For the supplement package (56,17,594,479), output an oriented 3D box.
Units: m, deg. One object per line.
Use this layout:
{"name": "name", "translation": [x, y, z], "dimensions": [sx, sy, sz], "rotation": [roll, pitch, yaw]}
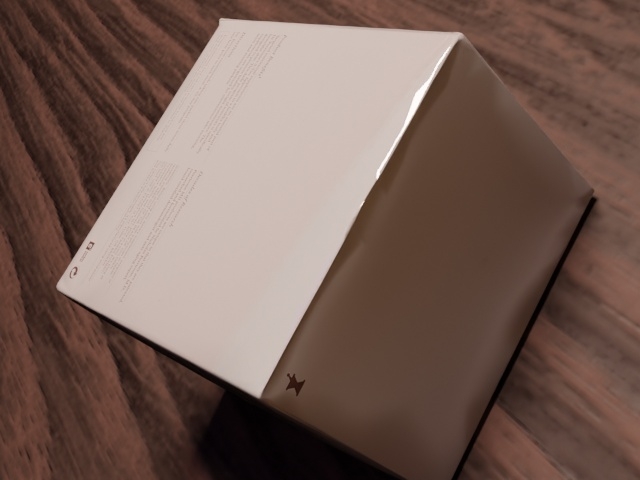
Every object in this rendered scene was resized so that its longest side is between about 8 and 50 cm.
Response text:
{"name": "supplement package", "translation": [0.000, 0.000, 0.555], "dimensions": [0.203, 0.149, 0.194], "rotation": [18, 75, 49]}
